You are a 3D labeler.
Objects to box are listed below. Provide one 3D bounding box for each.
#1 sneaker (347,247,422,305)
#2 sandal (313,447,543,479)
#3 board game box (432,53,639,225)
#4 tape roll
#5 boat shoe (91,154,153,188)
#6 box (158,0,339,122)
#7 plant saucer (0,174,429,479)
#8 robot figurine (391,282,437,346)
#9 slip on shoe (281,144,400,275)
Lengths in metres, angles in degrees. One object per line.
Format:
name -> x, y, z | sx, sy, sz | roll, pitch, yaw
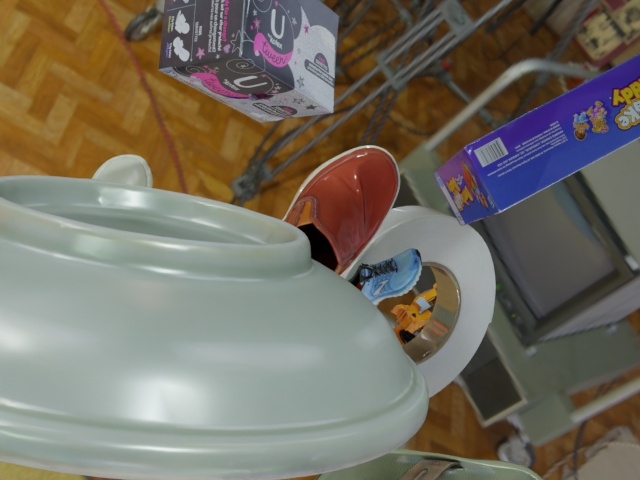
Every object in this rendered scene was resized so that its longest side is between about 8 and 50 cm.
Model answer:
sneaker -> 0.098, 0.064, 1.494 | 0.073, 0.162, 0.063 | 37, 26, -40
sandal -> 0.129, 0.309, 1.071 | 0.303, 0.086, 0.120 | -2, 85, -2
board game box -> 0.313, -0.137, 1.023 | 0.078, 0.347, 0.233 | 62, -2, 1
tape roll -> 0.162, 0.128, 1.679 | 0.392, 0.392, 0.072 | 13, 9, -35
boat shoe -> -0.323, -0.021, 1.477 | 0.109, 0.091, 0.305 | -8, 45, -2
box -> -0.091, -0.280, 1.268 | 0.247, 0.142, 0.163 | 19, 71, -57
plant saucer -> -0.118, 0.026, 0.584 | 0.400, 0.100, 0.400 | 11, 8, -2
robot figurine -> 0.248, 0.183, 2.170 | 0.085, 0.211, 0.291 | 45, 33, 17
slip on shoe -> 0.000, 0.000, 1.085 | 0.331, 0.101, 0.123 | -45, 109, -30
